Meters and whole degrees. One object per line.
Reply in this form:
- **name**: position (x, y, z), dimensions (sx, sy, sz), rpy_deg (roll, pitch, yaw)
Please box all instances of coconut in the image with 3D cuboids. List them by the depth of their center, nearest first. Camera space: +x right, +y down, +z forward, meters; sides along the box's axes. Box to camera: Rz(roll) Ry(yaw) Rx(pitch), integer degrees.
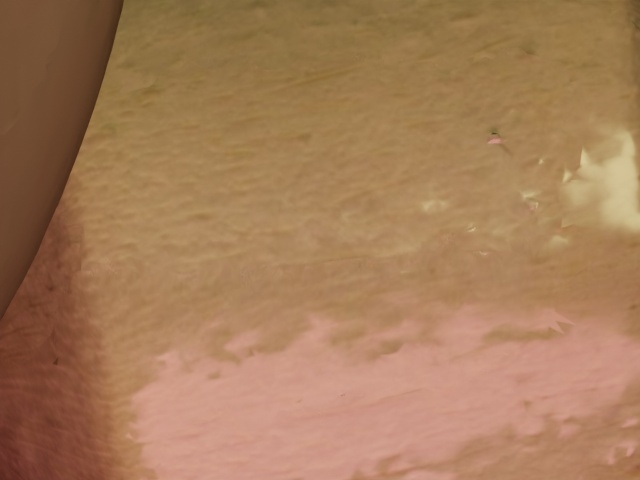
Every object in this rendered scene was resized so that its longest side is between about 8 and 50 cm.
- **coconut**: position (0.000, 0.000, 0.576), dimensions (0.266, 0.237, 0.237), rpy_deg (-12, 142, -1)

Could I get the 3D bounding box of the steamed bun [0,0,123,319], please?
- **steamed bun**: position (-0.205, -0.064, 0.395), dimensions (0.334, 0.334, 0.374), rpy_deg (16, 117, -23)
